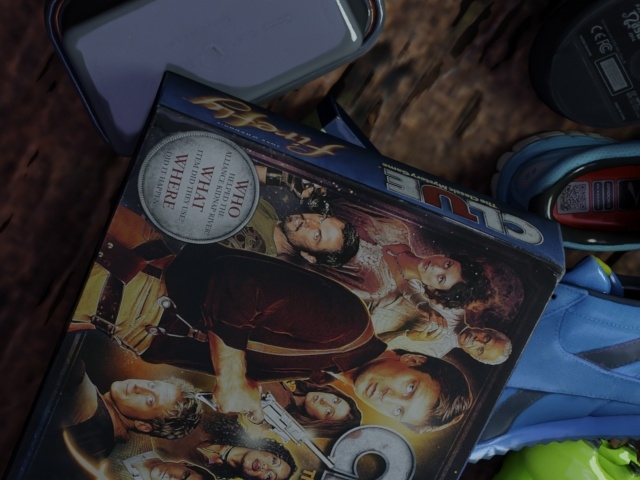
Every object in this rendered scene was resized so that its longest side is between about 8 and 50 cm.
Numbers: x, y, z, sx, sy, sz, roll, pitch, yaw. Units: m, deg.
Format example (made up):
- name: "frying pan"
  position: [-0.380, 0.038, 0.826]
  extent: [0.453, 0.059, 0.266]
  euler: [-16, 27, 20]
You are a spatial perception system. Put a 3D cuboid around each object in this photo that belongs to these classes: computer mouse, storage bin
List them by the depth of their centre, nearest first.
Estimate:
- name: "storage bin"
  position: [-0.045, -0.091, 0.788]
  extent: [0.135, 0.091, 0.098]
  euler: [-25, 103, 3]
- name: "computer mouse"
  position: [0.197, -0.109, 0.794]
  extent: [0.242, 0.041, 0.071]
  euler: [-19, 125, 16]

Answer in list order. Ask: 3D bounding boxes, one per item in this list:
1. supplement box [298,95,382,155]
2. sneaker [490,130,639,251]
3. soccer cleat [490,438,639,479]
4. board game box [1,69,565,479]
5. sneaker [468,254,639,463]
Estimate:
- name: "supplement box"
  position: [0.000, 0.000, 0.828]
  extent: [0.083, 0.056, 0.083]
  euler: [-39, 101, 7]
- name: "sneaker"
  position: [0.155, -0.018, 0.821]
  extent: [0.162, 0.073, 0.063]
  euler: [-10, 103, 0]
- name: "soccer cleat"
  position: [0.151, 0.147, 0.872]
  extent: [0.179, 0.060, 0.072]
  euler: [39, 108, -3]
- name: "board game box"
  position: [-0.029, 0.074, 0.778]
  extent: [0.165, 0.042, 0.243]
  euler: [20, 113, -8]
- name: "sneaker"
  position: [0.082, 0.045, 0.827]
  extent: [0.209, 0.069, 0.082]
  euler: [-9, 108, 8]
